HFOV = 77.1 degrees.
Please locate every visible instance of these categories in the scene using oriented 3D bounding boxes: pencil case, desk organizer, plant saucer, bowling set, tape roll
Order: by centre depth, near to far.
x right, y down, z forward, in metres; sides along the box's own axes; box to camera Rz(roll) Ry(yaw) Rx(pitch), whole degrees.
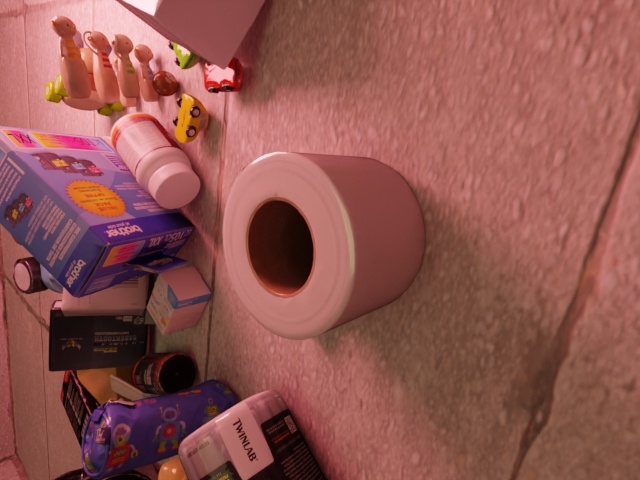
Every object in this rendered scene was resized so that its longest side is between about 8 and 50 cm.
[{"bbox_3d":[0.000,0.000,0.572,0.246,0.169,0.245,8,103,40],"label":"tape roll"},{"bbox_3d":[-0.315,0.369,0.820,0.120,0.306,0.133,-6,82,41],"label":"pencil case"},{"bbox_3d":[-0.425,-0.397,0.906,0.200,0.287,0.154,-5,104,-1],"label":"bowling set"},{"bbox_3d":[-0.412,0.149,1.034,0.047,0.050,0.130,0,80,8],"label":"desk organizer"},{"bbox_3d":[-0.691,0.351,1.292,0.333,0.081,0.332,15,106,40],"label":"plant saucer"}]

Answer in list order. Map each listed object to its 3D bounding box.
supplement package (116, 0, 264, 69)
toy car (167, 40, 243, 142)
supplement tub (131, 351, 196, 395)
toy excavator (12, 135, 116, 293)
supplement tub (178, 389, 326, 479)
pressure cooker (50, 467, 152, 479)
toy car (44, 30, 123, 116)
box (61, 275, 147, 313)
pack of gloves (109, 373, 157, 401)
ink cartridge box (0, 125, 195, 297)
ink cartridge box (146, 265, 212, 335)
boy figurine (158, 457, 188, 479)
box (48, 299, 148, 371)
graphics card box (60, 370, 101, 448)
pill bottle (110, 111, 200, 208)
[{"bbox_3d":[-0.218,-0.437,0.671,0.203,0.149,0.194,38,99,31],"label":"supplement package"},{"bbox_3d":[-0.245,-0.342,0.809,0.239,0.053,0.224,-31,76,39],"label":"toy car"},{"bbox_3d":[-0.410,0.340,1.028,0.198,0.106,0.105,-14,87,42],"label":"supplement tub"},{"bbox_3d":[-0.645,-0.054,1.135,0.446,0.222,0.432,1,97,27],"label":"toy excavator"},{"bbox_3d":[-0.086,0.458,0.695,0.207,0.207,0.338,-48,66,35],"label":"supplement tub"},{"bbox_3d":[-0.703,0.875,1.163,0.421,0.375,0.369,-26,101,33],"label":"pressure cooker"},{"bbox_3d":[-0.615,-0.447,1.060,0.149,0.155,0.188,2,89,41],"label":"toy car"},{"bbox_3d":[-0.538,0.094,1.012,0.119,0.182,0.180,-34,58,57],"label":"box"},{"bbox_3d":[-0.423,0.431,1.035,0.232,0.046,0.195,24,129,6],"label":"pack of gloves"},{"bbox_3d":[-0.466,-0.050,0.849,0.395,0.270,0.151,43,109,6],"label":"ink cartridge box"},{"bbox_3d":[-0.334,0.146,0.939,0.092,0.090,0.143,48,124,25],"label":"ink cartridge box"},{"bbox_3d":[-0.277,0.630,0.905,0.285,0.092,0.177,43,121,30],"label":"boy figurine"},{"bbox_3d":[-0.592,0.254,1.085,0.059,0.233,0.183,-141,59,-61],"label":"box"},{"bbox_3d":[-0.809,0.629,1.430,0.371,0.094,0.232,45,123,28],"label":"graphics card box"},{"bbox_3d":[-0.366,-0.178,0.894,0.221,0.121,0.121,48,124,25],"label":"pill bottle"}]
